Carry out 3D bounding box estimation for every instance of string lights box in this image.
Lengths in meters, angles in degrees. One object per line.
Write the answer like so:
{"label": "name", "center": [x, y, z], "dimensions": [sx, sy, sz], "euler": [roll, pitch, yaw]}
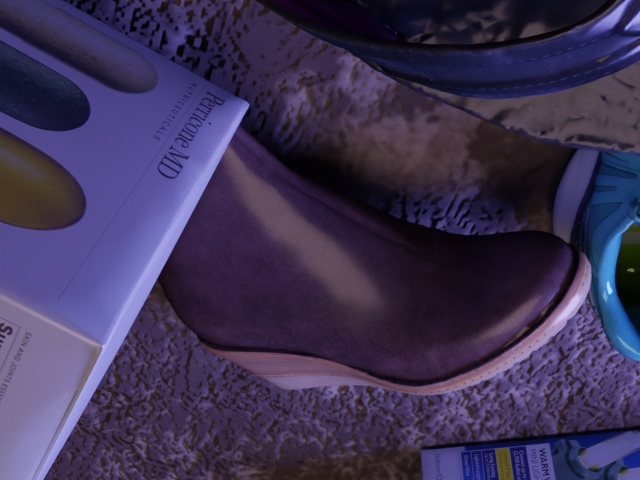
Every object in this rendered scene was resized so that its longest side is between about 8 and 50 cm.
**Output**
{"label": "string lights box", "center": [0.207, 0.211, 0.787], "dimensions": [0.260, 0.133, 0.076], "euler": [-7, 130, 7]}

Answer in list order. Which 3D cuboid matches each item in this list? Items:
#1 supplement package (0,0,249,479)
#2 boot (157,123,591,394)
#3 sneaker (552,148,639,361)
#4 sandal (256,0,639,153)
{"label": "supplement package", "center": [-0.211, -0.014, 0.521], "dimensions": [0.263, 0.199, 0.198], "euler": [29, 127, -6]}
{"label": "boot", "center": [0.000, 0.000, 0.617], "dimensions": [0.249, 0.090, 0.207], "euler": [-18, 128, 33]}
{"label": "sneaker", "center": [0.191, -0.052, 0.572], "dimensions": [0.107, 0.110, 0.275], "euler": [0, 131, 1]}
{"label": "sandal", "center": [0.027, -0.134, 0.451], "dimensions": [0.446, 0.107, 0.167], "euler": [18, 121, -1]}
